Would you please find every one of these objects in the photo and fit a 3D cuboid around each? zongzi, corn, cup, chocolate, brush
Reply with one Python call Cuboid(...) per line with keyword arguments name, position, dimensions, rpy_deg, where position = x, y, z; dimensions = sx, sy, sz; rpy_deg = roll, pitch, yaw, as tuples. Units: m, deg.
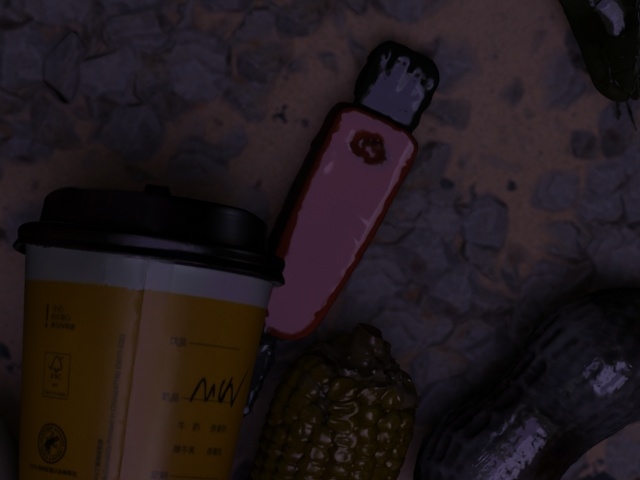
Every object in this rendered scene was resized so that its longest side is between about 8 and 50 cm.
Cuboid(name="zongzi", position=(0.253, -0.163, 1.155), dimensions=(0.130, 0.062, 0.154), rpy_deg=(-30, 112, -6))
Cuboid(name="corn", position=(-0.006, 0.210, 1.219), dimensions=(0.119, 0.119, 0.321), rpy_deg=(15, 106, -6))
Cuboid(name="cup", position=(-0.131, 0.104, 1.113), dimensions=(0.196, 0.196, 0.279), rpy_deg=(6, 85, -4))
Cuboid(name="chocolate", position=(0.175, 0.133, 1.210), dimensions=(0.110, 0.110, 0.248), rpy_deg=(39, 102, -12))
Cuboid(name="brush", position=(0.000, 0.000, 1.191), dimensions=(0.070, 0.051, 0.323), rpy_deg=(23, 105, -11))

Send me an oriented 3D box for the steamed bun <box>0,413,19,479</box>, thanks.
Cuboid(name="steamed bun", position=(-0.321, 0.204, 1.175), dimensions=(0.242, 0.164, 0.146), rpy_deg=(-4, 109, 22))
